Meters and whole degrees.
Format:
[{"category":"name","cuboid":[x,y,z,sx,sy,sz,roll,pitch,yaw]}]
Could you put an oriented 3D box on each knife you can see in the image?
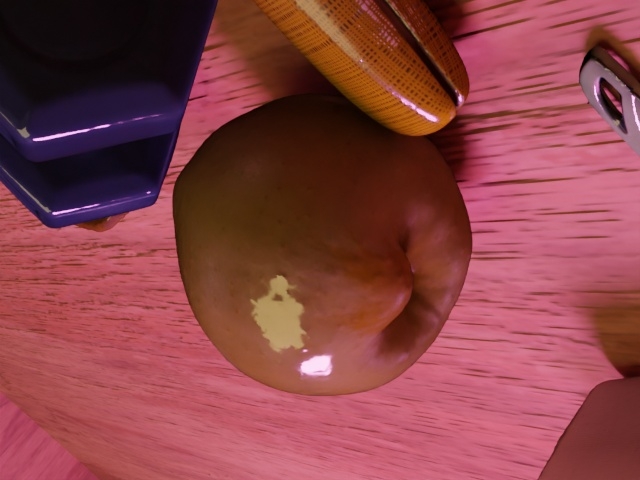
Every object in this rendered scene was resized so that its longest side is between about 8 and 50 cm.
[{"category":"knife","cuboid":[0.233,0.007,0.586,0.293,0.020,0.043,43,158,-11]}]

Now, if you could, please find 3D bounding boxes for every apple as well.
[{"category":"apple","cuboid":[0.000,0.000,0.705,0.200,0.200,0.200,31,155,16]}]

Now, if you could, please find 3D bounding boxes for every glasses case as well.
[{"category":"glasses case","cuboid":[-0.010,-0.147,0.587,0.234,0.064,0.079,46,161,-17]}]

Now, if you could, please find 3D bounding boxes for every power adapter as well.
[{"category":"power adapter","cuboid":[0.221,0.167,0.757,0.125,0.130,0.205,42,157,-10]}]

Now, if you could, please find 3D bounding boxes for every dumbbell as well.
[{"category":"dumbbell","cuboid":[-0.150,-0.103,0.702,0.144,0.160,0.325,15,169,-8]}]

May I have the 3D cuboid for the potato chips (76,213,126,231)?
[{"category":"potato chips","cuboid":[-0.238,-0.103,0.992,0.208,0.062,0.195,25,148,30]}]
